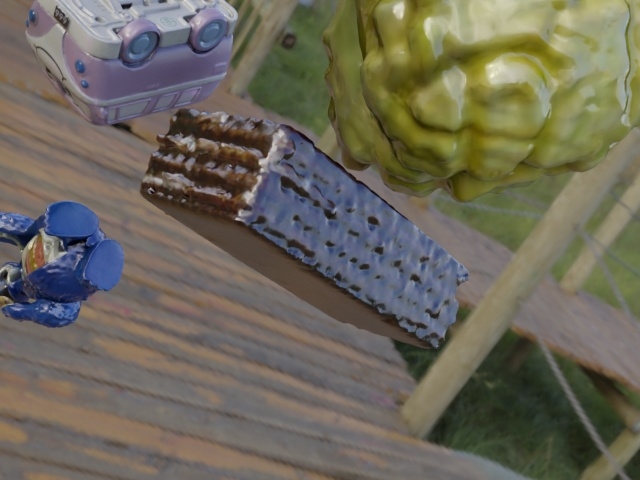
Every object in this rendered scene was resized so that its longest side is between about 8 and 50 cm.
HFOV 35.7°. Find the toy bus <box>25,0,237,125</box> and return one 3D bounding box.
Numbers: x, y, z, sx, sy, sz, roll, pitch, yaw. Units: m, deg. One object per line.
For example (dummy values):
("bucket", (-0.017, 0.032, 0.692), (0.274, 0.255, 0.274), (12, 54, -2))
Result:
("toy bus", (-0.207, -0.215, 1.077), (0.202, 0.142, 0.142), (-22, 61, -43))

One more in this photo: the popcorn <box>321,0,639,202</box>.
("popcorn", (0.108, -0.158, 0.715), (0.293, 0.237, 0.293), (57, -16, 25))

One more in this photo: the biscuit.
("biscuit", (0.000, 0.000, 0.679), (0.106, 0.070, 0.252), (15, -14, 43))

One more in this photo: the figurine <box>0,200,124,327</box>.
("figurine", (-0.352, 0.029, 1.303), (0.121, 0.262, 0.164), (-27, 105, -47))
